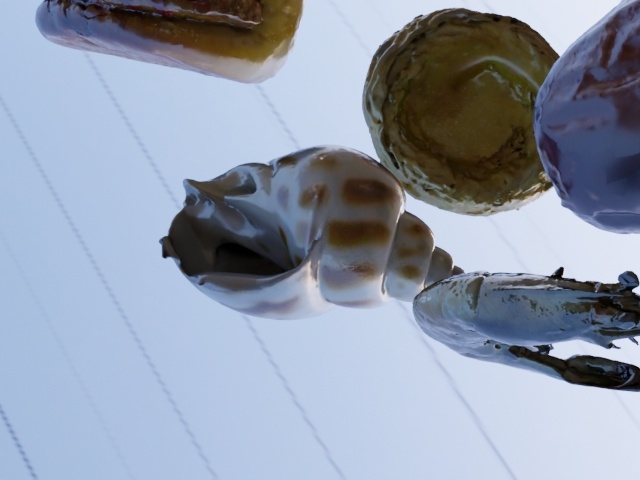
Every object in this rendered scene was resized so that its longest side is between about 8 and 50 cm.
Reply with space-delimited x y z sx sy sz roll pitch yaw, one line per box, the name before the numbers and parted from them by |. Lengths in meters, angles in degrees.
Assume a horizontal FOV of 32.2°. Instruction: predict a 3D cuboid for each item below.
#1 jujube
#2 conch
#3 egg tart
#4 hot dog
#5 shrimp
jujube | 0.324 -0.115 0.845 0.223 0.318 0.223 30 -131 -43
conch | 0.000 0.000 1.034 0.149 0.275 0.182 44 -119 -50
egg tart | 0.189 -0.159 1.411 0.288 0.118 0.288 0 -101 3
hot dog | -0.221 -0.311 1.324 0.405 0.185 0.223 17 -177 38
shrimp | 0.163 0.064 0.746 0.150 0.217 0.051 36 -115 -33
